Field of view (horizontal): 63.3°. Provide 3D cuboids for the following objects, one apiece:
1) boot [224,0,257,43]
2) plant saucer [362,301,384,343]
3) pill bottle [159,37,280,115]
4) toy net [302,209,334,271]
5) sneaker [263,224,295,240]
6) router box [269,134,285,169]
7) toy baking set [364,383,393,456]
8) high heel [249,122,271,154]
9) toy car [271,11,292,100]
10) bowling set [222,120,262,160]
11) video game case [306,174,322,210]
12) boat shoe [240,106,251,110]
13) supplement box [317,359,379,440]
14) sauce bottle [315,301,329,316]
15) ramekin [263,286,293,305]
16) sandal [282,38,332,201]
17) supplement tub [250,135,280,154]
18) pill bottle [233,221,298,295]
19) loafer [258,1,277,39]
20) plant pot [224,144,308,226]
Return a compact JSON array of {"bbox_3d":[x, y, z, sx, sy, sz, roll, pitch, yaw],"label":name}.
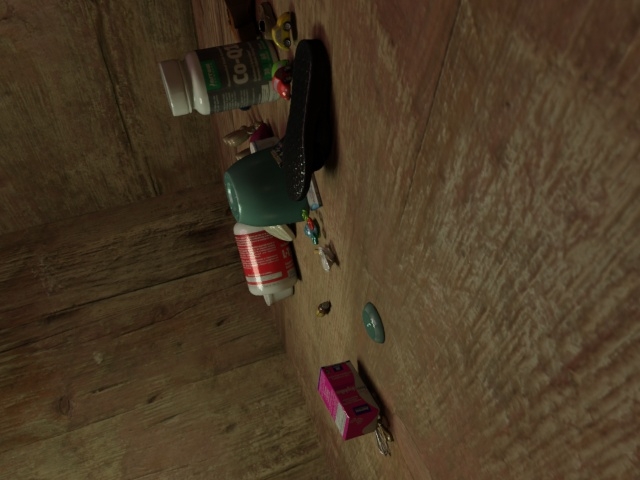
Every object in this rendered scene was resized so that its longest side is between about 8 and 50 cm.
[{"bbox_3d":[-0.285,-0.822,1.799,0.220,0.108,0.284,-123,14,-59],"label":"boot"},{"bbox_3d":[0.143,0.232,1.442,0.119,0.021,0.120,164,90,-75],"label":"plant saucer"},{"bbox_3d":[-0.322,-0.526,1.693,0.204,0.360,0.204,164,90,-76],"label":"pill bottle"},{"bbox_3d":[0.000,0.000,1.696,0.122,0.045,0.232,92,156,-45],"label":"toy net"},{"bbox_3d":[-0.197,-0.145,2.088,0.131,0.148,0.350,1,142,43],"label":"sneaker"},{"bbox_3d":[-0.108,-0.287,1.684,0.038,0.092,0.122,38,-169,-37],"label":"router box"},{"bbox_3d":[0.175,0.592,1.696,0.256,0.030,0.197,90,159,-47],"label":"toy baking set"},{"bbox_3d":[-0.228,-0.328,2.178,0.377,0.127,0.182,101,-176,-74],"label":"high heel"},{"bbox_3d":[-0.113,-0.496,1.476,0.225,0.053,0.239,167,102,-84],"label":"toy car"},{"bbox_3d":[-0.303,-0.408,2.274,0.200,0.154,0.287,59,171,-23],"label":"bowling set"},{"bbox_3d":[-0.036,-0.183,1.681,0.119,0.015,0.167,168,86,-76],"label":"video game case"},{"bbox_3d":[-0.324,-0.644,2.096,0.089,0.108,0.259,-130,26,-51],"label":"boat shoe"},{"bbox_3d":[0.086,0.508,1.666,0.220,0.111,0.114,-126,36,-48],"label":"supplement box"},{"bbox_3d":[0.010,0.256,1.937,0.128,0.042,0.042,120,133,-69],"label":"sauce bottle"},{"bbox_3d":[-0.232,0.172,2.568,0.277,0.135,0.278,165,90,-77],"label":"ramekin"},{"bbox_3d":[-0.019,-0.293,1.369,0.168,0.106,0.446,-120,32,-47],"label":"sandal"},{"bbox_3d":[-0.207,-0.349,1.963,0.071,0.107,0.071,164,90,-75],"label":"supplement tub"},{"bbox_3d":[-0.250,0.015,2.283,0.229,0.228,0.408,-156,51,-72],"label":"pill bottle"},{"bbox_3d":[-0.165,-0.665,1.573,0.056,0.050,0.148,99,152,-59],"label":"loafer"},{"bbox_3d":[-0.205,-0.181,1.844,0.293,0.235,0.293,165,90,-71],"label":"plant pot"}]
